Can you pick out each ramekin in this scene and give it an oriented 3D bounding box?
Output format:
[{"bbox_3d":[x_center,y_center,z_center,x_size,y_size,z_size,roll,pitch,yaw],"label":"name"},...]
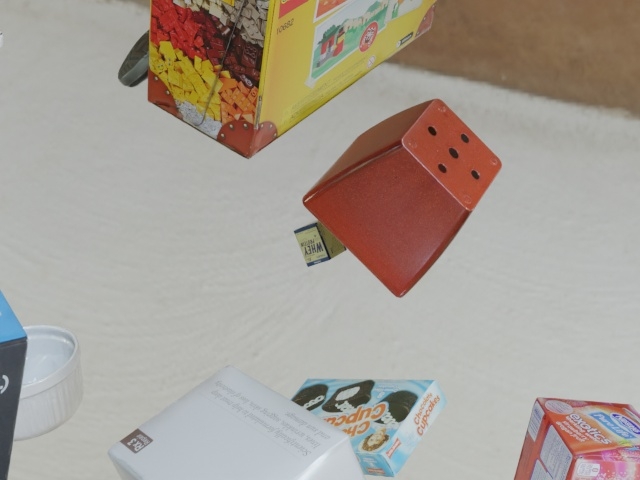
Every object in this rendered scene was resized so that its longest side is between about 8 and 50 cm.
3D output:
[{"bbox_3d":[-0.483,0.234,1.709,0.207,0.207,0.109,-1,116,15],"label":"ramekin"}]

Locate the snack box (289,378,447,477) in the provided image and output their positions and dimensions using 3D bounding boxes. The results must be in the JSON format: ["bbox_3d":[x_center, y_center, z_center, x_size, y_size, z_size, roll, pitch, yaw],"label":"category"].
[{"bbox_3d":[0.049,0.327,1.882,0.322,0.187,0.060,-7,121,45],"label":"snack box"}]

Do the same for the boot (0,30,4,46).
[{"bbox_3d":[-0.451,-0.293,1.264,0.190,0.069,0.086,24,115,26],"label":"boot"}]

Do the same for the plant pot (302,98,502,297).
[{"bbox_3d":[0.177,-0.106,1.975,0.267,0.267,0.236,44,135,-4],"label":"plant pot"}]

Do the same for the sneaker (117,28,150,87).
[{"bbox_3d":[-0.209,-0.301,1.676,0.227,0.087,0.130,-43,123,-1],"label":"sneaker"}]

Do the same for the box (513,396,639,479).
[{"bbox_3d":[0.282,0.315,1.159,0.122,0.128,0.257,6,110,-11],"label":"box"}]

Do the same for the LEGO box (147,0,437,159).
[{"bbox_3d":[-0.006,-0.405,1.505,0.193,0.500,0.372,31,136,21],"label":"LEGO box"}]

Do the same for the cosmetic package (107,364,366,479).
[{"bbox_3d":[-0.026,0.332,0.993,0.217,0.156,0.385,21,137,52],"label":"cosmetic package"}]

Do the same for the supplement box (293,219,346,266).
[{"bbox_3d":[0.000,0.000,2.182,0.056,0.083,0.083,-19,96,31],"label":"supplement box"}]

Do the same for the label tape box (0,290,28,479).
[{"bbox_3d":[-0.375,0.133,0.849,0.115,0.249,0.348,31,116,33],"label":"label tape box"}]
